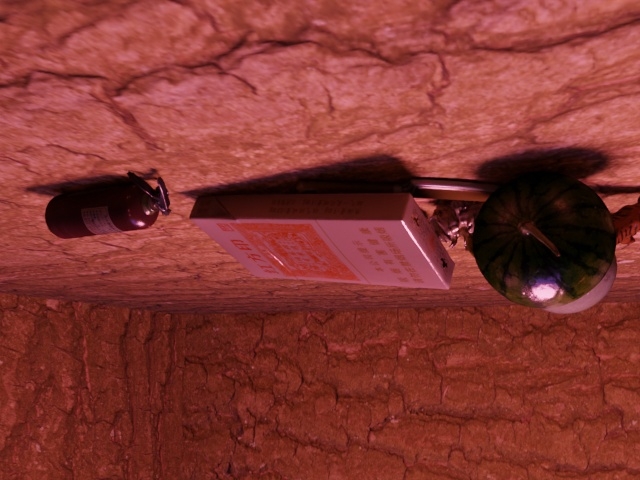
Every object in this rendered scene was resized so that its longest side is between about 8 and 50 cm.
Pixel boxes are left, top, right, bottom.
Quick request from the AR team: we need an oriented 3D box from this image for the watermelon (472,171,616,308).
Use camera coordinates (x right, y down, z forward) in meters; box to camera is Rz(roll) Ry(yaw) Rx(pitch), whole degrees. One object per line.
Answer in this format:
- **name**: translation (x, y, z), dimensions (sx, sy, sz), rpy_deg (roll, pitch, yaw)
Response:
- **watermelon**: translation (0.297, -0.002, 0.904), dimensions (0.188, 0.187, 0.215), rpy_deg (-7, 166, 35)

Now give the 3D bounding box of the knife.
- **knife**: translation (0.136, -0.072, 0.966), dimensions (0.343, 0.026, 0.061), rpy_deg (2, 165, -10)

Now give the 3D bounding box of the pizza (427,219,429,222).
- **pizza**: translation (0.118, -0.003, 1.179), dimensions (0.162, 0.085, 0.305), rpy_deg (-20, 162, 14)

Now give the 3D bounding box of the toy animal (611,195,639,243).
- **toy animal**: translation (0.430, -0.006, 1.023), dimensions (0.241, 0.056, 0.099), rpy_deg (-27, 157, -7)

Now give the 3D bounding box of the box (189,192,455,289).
- **box**: translation (-0.001, 0.001, 1.016), dimensions (0.366, 0.051, 0.204), rpy_deg (2, 152, 32)

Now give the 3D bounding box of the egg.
- **egg**: translation (0.457, 0.053, 1.249), dimensions (0.169, 0.169, 0.236), rpy_deg (0, 166, 1)

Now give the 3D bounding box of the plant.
- **plant**: translation (0.238, -0.010, 1.070), dimensions (0.105, 0.121, 0.117), rpy_deg (-6, 168, -38)

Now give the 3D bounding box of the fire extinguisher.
- **fire extinguisher**: translation (-0.307, -0.054, 0.974), dimensions (0.231, 0.071, 0.099), rpy_deg (-7, 140, 29)
